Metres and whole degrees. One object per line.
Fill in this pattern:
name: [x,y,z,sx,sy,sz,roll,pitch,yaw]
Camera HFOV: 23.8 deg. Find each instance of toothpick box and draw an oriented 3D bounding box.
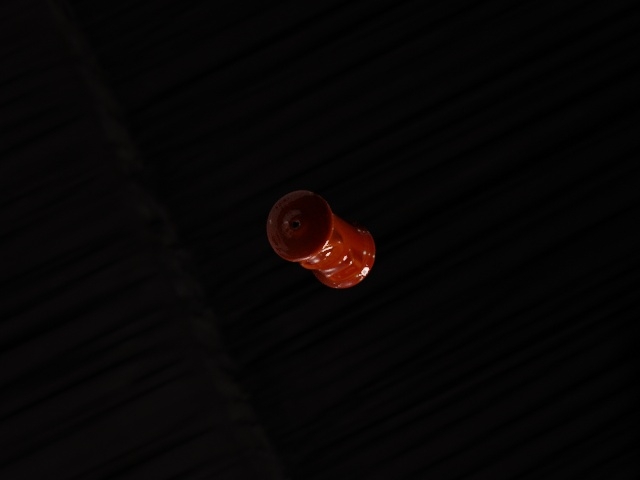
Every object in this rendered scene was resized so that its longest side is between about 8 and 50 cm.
toothpick box: [0.000,0.000,0.964,0.047,0.047,0.083,64,13,22]
